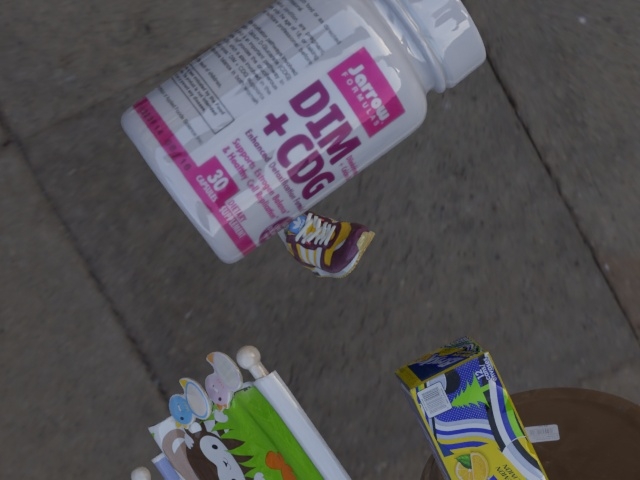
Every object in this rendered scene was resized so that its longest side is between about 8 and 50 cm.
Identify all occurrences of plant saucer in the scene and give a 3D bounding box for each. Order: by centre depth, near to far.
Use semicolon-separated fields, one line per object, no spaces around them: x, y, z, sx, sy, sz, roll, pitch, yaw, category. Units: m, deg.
0.234;0.230;1.427;0.278;0.278;0.041;-6;120;7;plant saucer

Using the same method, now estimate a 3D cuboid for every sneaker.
0.000;0.000;1.810;0.084;0.185;0.069;37;71;-13;sneaker

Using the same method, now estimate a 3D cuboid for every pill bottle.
-0.012;-0.123;1.218;0.283;0.160;0.160;-37;96;-2;pill bottle

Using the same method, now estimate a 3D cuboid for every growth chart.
-0.056;0.175;1.029;0.172;0.021;0.237;49;139;4;growth chart

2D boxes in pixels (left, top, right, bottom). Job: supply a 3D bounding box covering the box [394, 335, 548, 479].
0.106;0.146;0.872;0.054;0.059;0.169;-25;98;-4;box
